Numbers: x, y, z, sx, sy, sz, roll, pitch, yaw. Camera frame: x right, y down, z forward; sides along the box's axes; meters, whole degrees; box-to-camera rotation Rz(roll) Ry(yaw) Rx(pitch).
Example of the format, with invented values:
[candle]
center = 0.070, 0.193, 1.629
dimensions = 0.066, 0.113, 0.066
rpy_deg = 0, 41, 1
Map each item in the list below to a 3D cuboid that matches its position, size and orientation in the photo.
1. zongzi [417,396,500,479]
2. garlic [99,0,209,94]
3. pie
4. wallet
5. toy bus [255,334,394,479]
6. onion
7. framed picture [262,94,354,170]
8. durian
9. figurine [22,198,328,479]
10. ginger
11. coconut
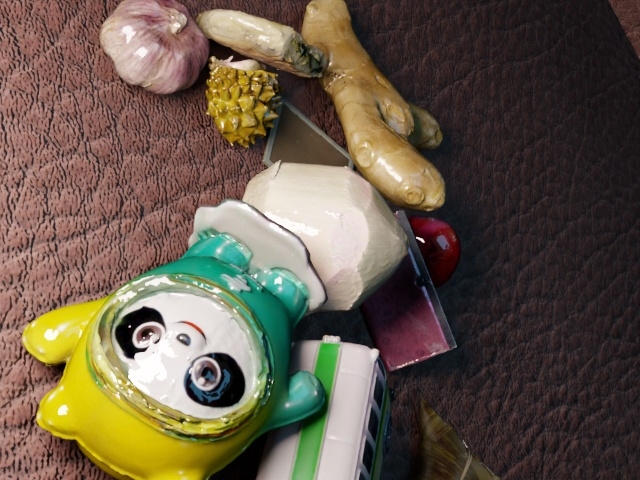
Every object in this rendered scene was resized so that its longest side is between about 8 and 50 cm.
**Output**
[zongzi]
center = 0.159, 0.348, 1.532
dimensions = 0.187, 0.084, 0.184
rpy_deg = -28, 79, -48
[garlic]
center = -0.218, -0.270, 1.384
dimensions = 0.159, 0.102, 0.147
rpy_deg = -2, 74, -49
[pie]
center = -0.096, -0.292, 1.500
dimensions = 0.218, 0.185, 0.052
rpy_deg = 8, 100, -71
[wallet]
center = 0.117, 0.079, 1.596
dimensions = 0.025, 0.119, 0.232
rpy_deg = 26, 42, -86
[toy bus]
center = 0.001, 0.280, 1.261
dimensions = 0.179, 0.143, 0.305
rpy_deg = 81, 18, -51
[onion]
center = 0.163, 0.020, 1.662
dimensions = 0.131, 0.131, 0.131
rpy_deg = 26, 53, -40
[framed picture]
center = -0.017, -0.127, 1.619
dimensions = 0.183, 0.011, 0.142
rpy_deg = 37, 46, -32
[durian]
center = -0.088, -0.216, 1.506
dimensions = 0.224, 0.078, 0.140
rpy_deg = -36, 115, -61
[figurine]
center = -0.153, 0.132, 1.173
dimensions = 0.323, 0.231, 0.340
rpy_deg = 34, 51, 4
[ginger]
center = 0.072, -0.220, 1.668
dimensions = 0.348, 0.122, 0.363
rpy_deg = 43, 31, -14
[coconut]
center = 0.000, 0.000, 1.380
dimensions = 0.234, 0.224, 0.224
rpy_deg = 18, 48, 2
